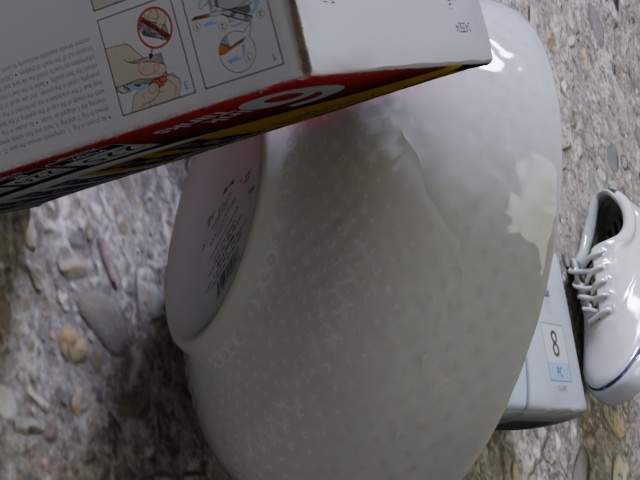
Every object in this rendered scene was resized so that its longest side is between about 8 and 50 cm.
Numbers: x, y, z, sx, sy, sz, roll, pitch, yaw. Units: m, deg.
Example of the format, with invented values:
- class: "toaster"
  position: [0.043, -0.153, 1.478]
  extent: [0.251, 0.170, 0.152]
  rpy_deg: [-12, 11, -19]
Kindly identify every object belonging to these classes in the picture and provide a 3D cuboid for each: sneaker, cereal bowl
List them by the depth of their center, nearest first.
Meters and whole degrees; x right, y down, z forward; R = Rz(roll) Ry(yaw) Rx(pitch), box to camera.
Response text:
- class: "cereal bowl"
  position: [0.000, 0.000, 1.032]
  extent: [0.141, 0.339, 0.339]
  rpy_deg: [15, 58, -21]
- class: "sneaker"
  position: [0.285, 0.053, 1.721]
  extent: [0.091, 0.094, 0.258]
  rpy_deg: [38, 37, -21]

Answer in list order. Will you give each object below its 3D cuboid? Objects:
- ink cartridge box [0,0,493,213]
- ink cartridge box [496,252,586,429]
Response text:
- class: "ink cartridge box"
  position: [-0.086, -0.107, 0.896]
  extent: [0.272, 0.309, 0.130]
  rpy_deg: [-14, 90, -61]
- class: "ink cartridge box"
  position: [0.093, -0.039, 1.409]
  extent: [0.308, 0.091, 0.385]
  rpy_deg: [11, 68, -59]
